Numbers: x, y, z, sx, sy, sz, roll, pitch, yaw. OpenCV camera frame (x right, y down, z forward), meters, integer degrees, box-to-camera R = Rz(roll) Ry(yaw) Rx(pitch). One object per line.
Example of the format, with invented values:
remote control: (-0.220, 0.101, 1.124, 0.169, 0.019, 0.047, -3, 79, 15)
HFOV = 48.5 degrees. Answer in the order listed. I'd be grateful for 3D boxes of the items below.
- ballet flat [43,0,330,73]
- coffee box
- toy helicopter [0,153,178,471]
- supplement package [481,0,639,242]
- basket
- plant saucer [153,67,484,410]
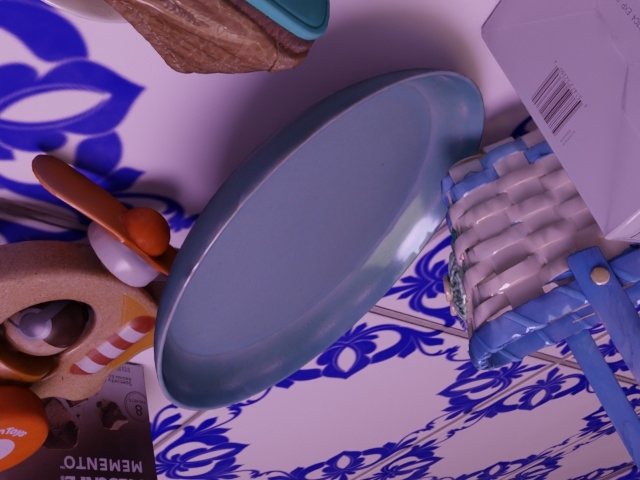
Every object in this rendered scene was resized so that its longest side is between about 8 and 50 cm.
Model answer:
ballet flat: (-0.130, -0.169, 0.297, 0.124, 0.116, 0.342, -14, 155, 29)
coffee box: (-0.307, 0.192, 0.651, 0.119, 0.168, 0.297, -38, 141, 27)
toy helicopter: (-0.150, 0.050, 0.595, 0.355, 0.140, 0.235, 0, 135, -42)
supplement package: (0.254, -0.111, 0.459, 0.203, 0.194, 0.149, 4, 141, -29)
basket: (0.220, 0.064, 0.586, 0.201, 0.289, 0.255, -30, 157, 4)
plant saucer: (0.000, 0.000, 0.538, 0.317, 0.043, 0.318, -38, 156, -20)
